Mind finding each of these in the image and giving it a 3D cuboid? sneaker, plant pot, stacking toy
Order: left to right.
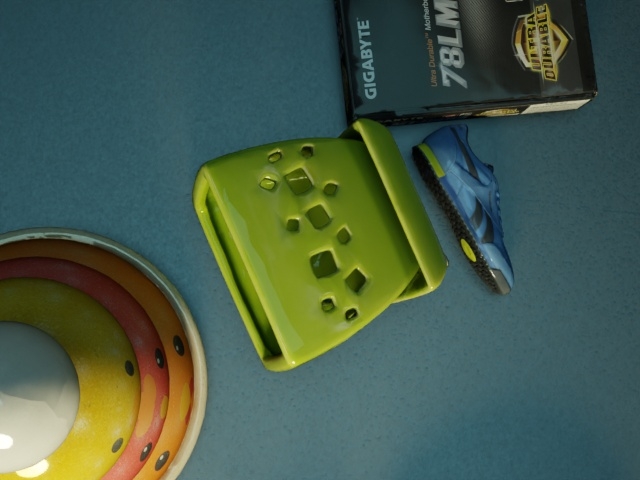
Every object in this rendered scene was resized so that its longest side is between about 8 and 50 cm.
[{"bbox_3d":[-0.272,0.148,0.997,0.350,0.480,0.351,1,86,-8],"label":"stacking toy"},{"bbox_3d":[0.000,0.000,1.173,0.207,0.227,0.228,-22,87,-12],"label":"plant pot"},{"bbox_3d":[0.189,-0.040,1.265,0.082,0.069,0.209,-27,88,-10],"label":"sneaker"}]

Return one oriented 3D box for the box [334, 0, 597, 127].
[{"bbox_3d":[0.163,-0.292,1.286,0.293,0.073,0.296,-5,85,-6],"label":"box"}]
